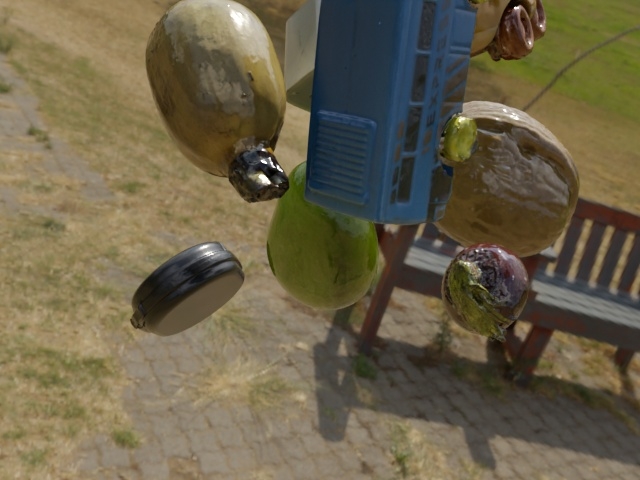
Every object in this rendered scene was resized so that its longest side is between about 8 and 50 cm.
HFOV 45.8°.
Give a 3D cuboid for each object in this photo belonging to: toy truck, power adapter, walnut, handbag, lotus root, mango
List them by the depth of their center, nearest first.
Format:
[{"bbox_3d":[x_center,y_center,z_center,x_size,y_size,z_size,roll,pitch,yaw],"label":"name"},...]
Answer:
[{"bbox_3d":[0.090,-0.213,0.878,0.161,0.385,0.162,20,20,41],"label":"toy truck"},{"bbox_3d":[-0.120,-0.171,0.958,0.182,0.183,0.310,-2,59,-40],"label":"lotus root"},{"bbox_3d":[0.024,-0.300,1.126,0.130,0.125,0.205,18,61,-32],"label":"power adapter"},{"bbox_3d":[0.006,0.007,1.189,0.185,0.273,0.149,40,58,17],"label":"mango"},{"bbox_3d":[0.237,-0.387,1.216,0.204,0.212,0.288,-10,20,33],"label":"toy truck"},{"bbox_3d":[0.348,-0.115,1.490,0.332,0.333,0.333,15,22,-6],"label":"walnut"},{"bbox_3d":[-0.284,0.106,1.613,0.093,0.253,0.308,54,-6,12],"label":"handbag"}]

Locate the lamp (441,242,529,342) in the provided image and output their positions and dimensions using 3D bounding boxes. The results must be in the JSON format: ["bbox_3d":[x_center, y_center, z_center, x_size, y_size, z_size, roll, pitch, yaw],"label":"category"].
[{"bbox_3d":[0.267,0.077,1.270,0.135,0.156,0.157,21,-1,-33],"label":"lamp"}]
